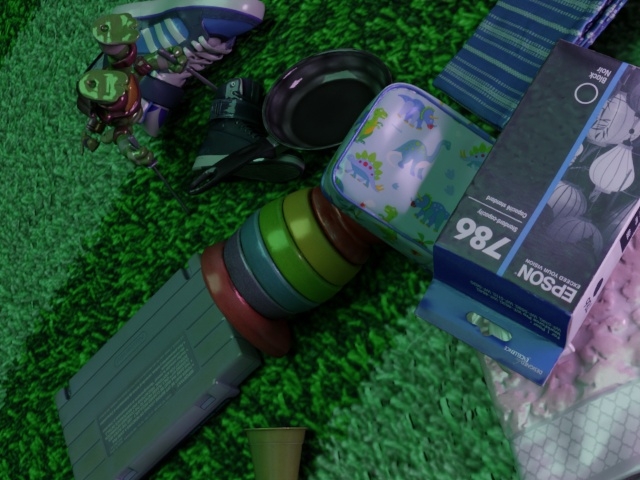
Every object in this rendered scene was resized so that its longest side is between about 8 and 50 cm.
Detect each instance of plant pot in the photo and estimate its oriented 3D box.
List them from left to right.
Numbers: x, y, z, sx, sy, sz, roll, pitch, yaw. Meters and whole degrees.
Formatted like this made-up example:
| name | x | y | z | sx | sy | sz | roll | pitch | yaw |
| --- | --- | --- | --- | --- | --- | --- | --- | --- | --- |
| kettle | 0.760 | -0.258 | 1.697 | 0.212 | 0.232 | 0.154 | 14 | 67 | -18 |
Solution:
| name | x | y | z | sx | sy | sz | roll | pitch | yaw |
| --- | --- | --- | --- | --- | --- | --- | --- | --- | --- |
| plant pot | -0.056 | 0.281 | 1.219 | 0.083 | 0.083 | 0.079 | -12 | 74 | 37 |

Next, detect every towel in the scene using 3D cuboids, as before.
| name | x | y | z | sx | sy | sz | roll | pitch | yaw |
| --- | --- | --- | --- | --- | --- | --- | --- | --- | --- |
| towel | 0.286 | -0.300 | 1.189 | 0.336 | 0.040 | 0.243 | -52 | 27 | 10 |
| towel | 0.319 | 0.100 | 0.997 | 0.332 | 0.053 | 0.317 | -30 | 52 | 25 |

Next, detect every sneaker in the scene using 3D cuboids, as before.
| name | x | y | z | sx | sy | sz | roll | pitch | yaw |
| --- | --- | --- | --- | --- | --- | --- | --- | --- | --- |
| sneaker | -0.242 | -0.296 | 1.658 | 0.323 | 0.130 | 0.236 | 1 | 88 | 28 |
| sneaker | -0.100 | -0.175 | 1.476 | 0.226 | 0.086 | 0.163 | 6 | 74 | 42 |
| sneaker | 0.227 | 0.035 | 1.031 | 0.094 | 0.080 | 0.212 | -17 | 65 | 25 |

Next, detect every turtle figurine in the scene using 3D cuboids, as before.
| name | x | y | z | sx | sy | sz | roll | pitch | yaw |
| --- | --- | --- | --- | --- | --- | --- | --- | --- | --- |
| turtle figurine | -0.261 | -0.225 | 1.485 | 0.275 | 0.266 | 0.198 | 41 | 82 | 11 |

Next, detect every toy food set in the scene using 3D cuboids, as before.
| name | x | y | z | sx | sy | sz | roll | pitch | yaw |
| --- | --- | --- | --- | --- | --- | --- | --- | --- | --- |
| toy food set | -0.425 | -0.213 | 1.824 | 0.122 | 0.019 | 0.077 | -24 | 55 | 31 |

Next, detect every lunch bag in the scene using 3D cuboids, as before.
| name | x | y | z | sx | sy | sz | roll | pitch | yaw |
| --- | --- | --- | --- | --- | --- | --- | --- | --- | --- |
| lunch bag | -0.425 | -0.334 | 1.864 | 0.071 | 0.053 | 0.083 | -46 | 37 | 11 |
| lunch bag | 0.127 | -0.072 | 1.137 | 0.176 | 0.219 | 0.090 | -58 | 6 | -10 |

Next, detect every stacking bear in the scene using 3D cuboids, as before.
| name | x | y | z | sx | sy | sz | roll | pitch | yaw |
| --- | --- | --- | --- | --- | --- | --- | --- | --- | --- |
| stacking bear | 0.000 | 0.000 | 1.259 | 0.289 | 0.164 | 0.175 | -33 | 51 | 18 |

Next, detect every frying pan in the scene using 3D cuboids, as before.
| name | x | y | z | sx | sy | sz | roll | pitch | yaw |
| --- | --- | --- | --- | --- | --- | --- | --- | --- | --- |
| frying pan | -0.022 | -0.151 | 1.362 | 0.197 | 0.053 | 0.326 | 21 | 66 | 32 |

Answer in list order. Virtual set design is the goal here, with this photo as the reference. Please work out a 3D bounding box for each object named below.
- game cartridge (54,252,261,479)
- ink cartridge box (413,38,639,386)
| name | x | y | z | sx | sy | sz | roll | pitch | yaw |
| --- | --- | --- | --- | --- | --- | --- | --- | --- | --- |
| game cartridge | -0.252 | 0.215 | 1.431 | 0.355 | 0.068 | 0.230 | -44 | 51 | 15 |
| ink cartridge box | 0.238 | -0.034 | 0.978 | 0.165 | 0.065 | 0.332 | 28 | 85 | 26 |
